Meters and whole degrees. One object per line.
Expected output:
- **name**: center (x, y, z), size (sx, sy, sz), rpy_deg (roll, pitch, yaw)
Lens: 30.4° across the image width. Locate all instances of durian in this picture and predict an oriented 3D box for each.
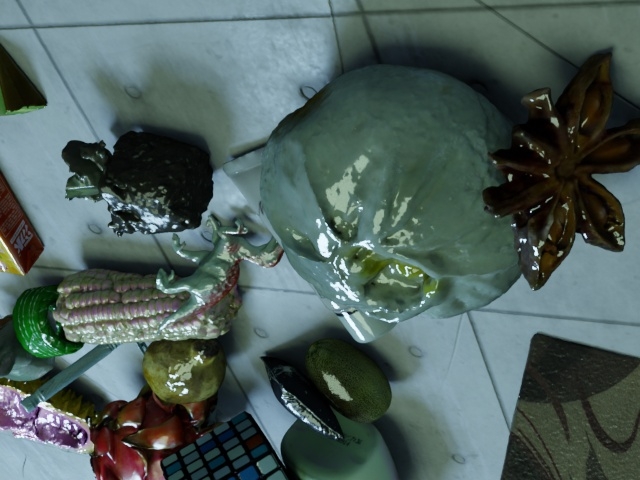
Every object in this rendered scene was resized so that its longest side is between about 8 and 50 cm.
- **durian**: center (-0.564, 0.310, 2.332), size (0.341, 0.112, 0.191), rpy_deg (17, 134, 3)

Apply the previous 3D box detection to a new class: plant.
- **plant**: center (-0.255, -0.081, 1.632), size (0.203, 0.131, 0.142), rpy_deg (7, 142, 29)

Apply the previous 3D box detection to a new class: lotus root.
- **lotus root**: center (-0.219, 0.203, 1.938), size (0.138, 0.138, 0.214), rpy_deg (33, 155, -5)

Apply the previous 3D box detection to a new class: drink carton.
- **drink carton**: center (-0.544, -0.045, 1.916), size (0.096, 0.071, 0.222), rpy_deg (7, 140, 26)

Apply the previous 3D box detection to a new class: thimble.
- **thimble**: center (-0.466, 0.142, 2.053), size (0.090, 0.118, 0.130), rpy_deg (-12, 146, 37)

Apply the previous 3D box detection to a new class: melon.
- **melon**: center (0.042, 0.214, 1.820), size (0.162, 0.099, 0.099), rpy_deg (45, 141, -15)

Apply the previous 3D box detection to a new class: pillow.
- **pillow**: center (-0.030, 0.244, 1.867), size (0.141, 0.055, 0.208), rpy_deg (38, -179, -10)

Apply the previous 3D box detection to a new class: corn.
- **corn**: center (-0.280, 0.107, 1.893), size (0.335, 0.126, 0.126), rpy_deg (0, 135, 28)

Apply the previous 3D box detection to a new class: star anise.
- **star anise**: center (0.267, -0.077, 1.260), size (0.214, 0.220, 0.099), rpy_deg (60, 167, -28)

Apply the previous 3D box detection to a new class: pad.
- **pad**: center (0.359, 0.310, 1.609), size (0.220, 0.004, 0.330), rpy_deg (13, 97, 20)

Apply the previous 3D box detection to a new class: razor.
- **razor**: center (-0.412, 0.213, 2.018), size (0.068, 0.232, 0.106), rpy_deg (37, 156, 45)

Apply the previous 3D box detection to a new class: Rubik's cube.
- **Rubik's cube**: center (-0.138, 0.425, 1.961), size (0.182, 0.184, 0.187), rpy_deg (63, 171, -20)

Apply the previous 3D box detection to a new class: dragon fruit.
- **dragon fruit**: center (-0.291, 0.372, 2.115), size (0.227, 0.243, 0.307), rpy_deg (60, 156, 23)

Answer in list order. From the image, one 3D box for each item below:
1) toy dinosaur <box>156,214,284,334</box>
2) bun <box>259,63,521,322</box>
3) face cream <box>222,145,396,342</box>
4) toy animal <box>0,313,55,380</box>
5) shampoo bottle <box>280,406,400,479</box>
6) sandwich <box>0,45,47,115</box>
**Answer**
- **toy dinosaur**: center (-0.165, 0.063, 1.744), size (0.167, 0.053, 0.242), rpy_deg (28, 109, 7)
- **bun**: center (0.090, -0.037, 1.390), size (0.362, 0.211, 0.361), rpy_deg (16, 141, 14)
- **face cream**: center (0.000, 0.000, 1.616), size (0.143, 0.089, 0.314), rpy_deg (-18, 113, 44)
- **toy animal**: center (-0.547, 0.195, 2.103), size (0.127, 0.125, 0.251), rpy_deg (-3, 178, -6)
- **shampoo bottle**: center (0.057, 0.446, 2.038), size (0.222, 0.151, 0.349), rpy_deg (20, 146, 35)
- **sandwich**: center (-0.449, -0.236, 1.677), size (0.074, 0.074, 0.116), rpy_deg (-6, 99, 39)
